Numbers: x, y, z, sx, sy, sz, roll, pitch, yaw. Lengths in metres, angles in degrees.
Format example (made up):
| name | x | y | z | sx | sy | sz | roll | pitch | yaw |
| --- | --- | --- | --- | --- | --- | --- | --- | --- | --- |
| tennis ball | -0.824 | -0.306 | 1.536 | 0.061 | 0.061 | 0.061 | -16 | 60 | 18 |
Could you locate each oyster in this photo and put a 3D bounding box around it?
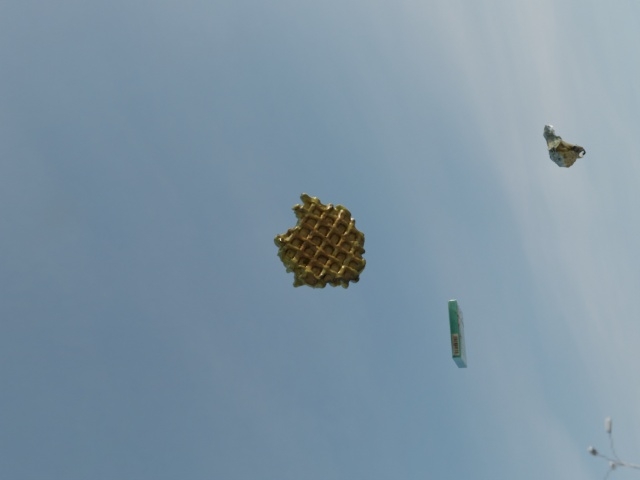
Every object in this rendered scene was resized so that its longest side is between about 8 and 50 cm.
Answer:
| name | x | y | z | sx | sy | sz | roll | pitch | yaw |
| --- | --- | --- | --- | --- | --- | --- | --- | --- | --- |
| oyster | 0.632 | -0.241 | 1.515 | 0.133 | 0.072 | 0.209 | 33 | -158 | -14 |

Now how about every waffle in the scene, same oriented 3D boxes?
| name | x | y | z | sx | sy | sz | roll | pitch | yaw |
| --- | --- | --- | --- | --- | --- | --- | --- | --- | --- |
| waffle | 0.000 | 0.009 | 1.662 | 0.281 | 0.058 | 0.301 | 14 | -122 | -17 |

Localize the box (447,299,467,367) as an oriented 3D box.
| name | x | y | z | sx | sy | sz | roll | pitch | yaw |
| --- | --- | --- | --- | --- | --- | --- | --- | --- | --- |
| box | 0.537 | 0.366 | 2.255 | 0.162 | 0.041 | 0.229 | 51 | -144 | -56 |
